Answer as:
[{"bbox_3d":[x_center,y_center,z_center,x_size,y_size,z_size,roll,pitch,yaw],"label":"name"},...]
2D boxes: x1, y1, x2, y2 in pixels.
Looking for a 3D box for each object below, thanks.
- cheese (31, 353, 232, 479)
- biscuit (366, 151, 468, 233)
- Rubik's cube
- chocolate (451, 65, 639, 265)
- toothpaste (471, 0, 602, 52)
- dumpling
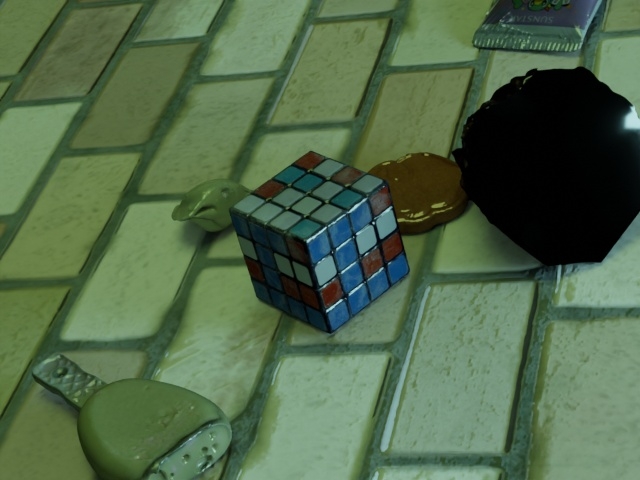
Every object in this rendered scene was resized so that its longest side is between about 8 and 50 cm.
[{"bbox_3d":[-0.152,0.125,1.202,0.097,0.037,0.192,-35,40,-27],"label":"cheese"},{"bbox_3d":[0.065,-0.038,1.361,0.130,0.019,0.102,-13,36,3],"label":"biscuit"},{"bbox_3d":[0.000,0.000,1.269,0.092,0.092,0.092,-37,40,-27],"label":"Rubik's cube"},{"bbox_3d":[0.168,-0.064,1.290,0.156,0.156,0.133,-23,8,-10],"label":"chocolate"},{"bbox_3d":[0.255,-0.284,1.594,0.114,0.073,0.299,9,50,32],"label":"toothpaste"},{"bbox_3d":[-0.096,-0.030,1.397,0.059,0.043,0.077,-8,32,52],"label":"dumpling"}]
